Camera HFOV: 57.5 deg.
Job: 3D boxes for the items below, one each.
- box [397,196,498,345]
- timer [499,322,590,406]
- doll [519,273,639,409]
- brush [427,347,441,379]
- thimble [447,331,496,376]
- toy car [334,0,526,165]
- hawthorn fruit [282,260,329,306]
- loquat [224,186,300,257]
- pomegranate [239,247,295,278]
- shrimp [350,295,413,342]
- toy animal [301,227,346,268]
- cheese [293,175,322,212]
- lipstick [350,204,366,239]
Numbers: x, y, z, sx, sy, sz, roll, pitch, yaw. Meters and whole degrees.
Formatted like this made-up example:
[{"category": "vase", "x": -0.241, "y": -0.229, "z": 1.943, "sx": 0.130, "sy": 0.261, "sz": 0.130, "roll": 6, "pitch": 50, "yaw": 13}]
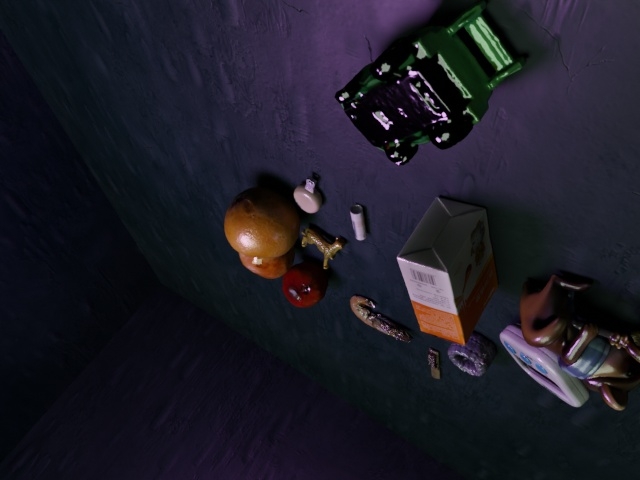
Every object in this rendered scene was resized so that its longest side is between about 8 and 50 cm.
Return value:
[{"category": "box", "x": 0.343, "y": 0.088, "z": 1.526, "sx": 0.143, "sy": 0.225, "sz": 0.341, "roll": 18, "pitch": 149, "yaw": 34}, {"category": "timer", "x": 0.645, "y": 0.350, "z": 1.675, "sx": 0.237, "sy": 0.087, "sz": 0.262, "roll": 47, "pitch": 176, "yaw": -25}, {"category": "doll", "x": 0.653, "y": 0.232, "z": 1.434, "sx": 0.340, "sy": 0.209, "sz": 0.318, "roll": 39, "pitch": -172, "yaw": 1}, {"category": "brush", "x": 0.454, "y": 0.502, "z": 2.332, "sx": 0.043, "sy": 0.036, "sz": 0.248, "roll": 28, "pitch": 154, "yaw": 29}, {"category": "thimble", "x": 0.510, "y": 0.380, "z": 1.966, "sx": 0.150, "sy": 0.098, "sz": 0.150, "roll": 31, "pitch": 156, "yaw": 16}, {"category": "toy car", "x": 0.193, "y": -0.294, "z": 1.139, "sx": 0.213, "sy": 0.176, "sz": 0.358, "roll": 45, "pitch": 158, "yaw": -15}, {"category": "hawthorn fruit", "x": -0.060, "y": 0.171, "z": 2.244, "sx": 0.185, "sy": 0.185, "sz": 0.202, "roll": 40, "pitch": -175, "yaw": -4}, {"category": "loquat", "x": -0.198, "y": -0.053, "z": 1.988, "sx": 0.263, "sy": 0.263, "sz": 0.263, "roll": 30, "pitch": 155, "yaw": 16}, {"category": "pomegranate", "x": -0.210, "y": 0.042, "z": 2.214, "sx": 0.215, "sy": 0.215, "sz": 0.215, "roll": 30, "pitch": 155, "yaw": 16}, {"category": "shrimp", "x": 0.229, "y": 0.298, "z": 2.265, "sx": 0.296, "sy": 0.058, "sz": 0.169, "roll": 23, "pitch": 149, "yaw": 37}, {"category": "toy animal", "x": 0.000, "y": 0.000, "z": 2.046, "sx": 0.181, "sy": 0.073, "sz": 0.136, "roll": 44, "pitch": 150, "yaw": 18}, {"category": "cheese", "x": -0.041, "y": -0.151, "z": 1.843, "sx": 0.092, "sy": 0.047, "sz": 0.171, "roll": 23, "pitch": 152, "yaw": 25}, {"category": "lipstick", "x": 0.119, "y": -0.054, "z": 1.806, "sx": 0.040, "sy": 0.040, "sz": 0.141, "roll": 25, "pitch": 154, "yaw": 26}]
